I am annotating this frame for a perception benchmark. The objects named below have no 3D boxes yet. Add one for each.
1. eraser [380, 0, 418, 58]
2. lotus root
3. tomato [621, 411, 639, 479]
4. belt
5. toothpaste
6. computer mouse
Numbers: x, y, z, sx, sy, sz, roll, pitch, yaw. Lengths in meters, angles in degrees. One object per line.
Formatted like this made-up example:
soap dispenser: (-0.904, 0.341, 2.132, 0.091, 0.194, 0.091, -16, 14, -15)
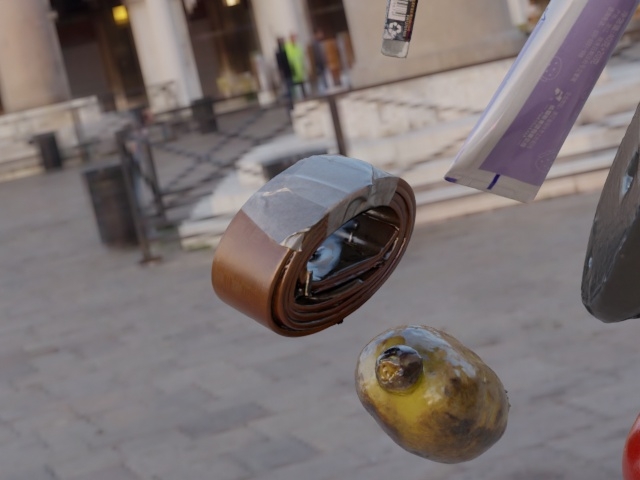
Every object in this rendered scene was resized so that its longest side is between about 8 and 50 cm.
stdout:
eraser: (0.071, -0.207, 1.303, 0.027, 0.099, 0.019, 9, 23, 1)
lotus root: (0.126, 0.179, 1.779, 0.169, 0.141, 0.314, 40, 5, 31)
tomato: (0.427, 0.246, 1.665, 0.195, 0.195, 0.136, -11, 7, 9)
belt: (0.000, 0.000, 1.662, 0.105, 0.184, 0.261, 28, 30, 31)
toothpaste: (0.267, -0.201, 1.650, 0.125, 0.371, 0.080, 13, 28, -27)
computer mouse: (0.267, -0.035, 1.133, 0.086, 0.270, 0.138, 10, 51, 0)
